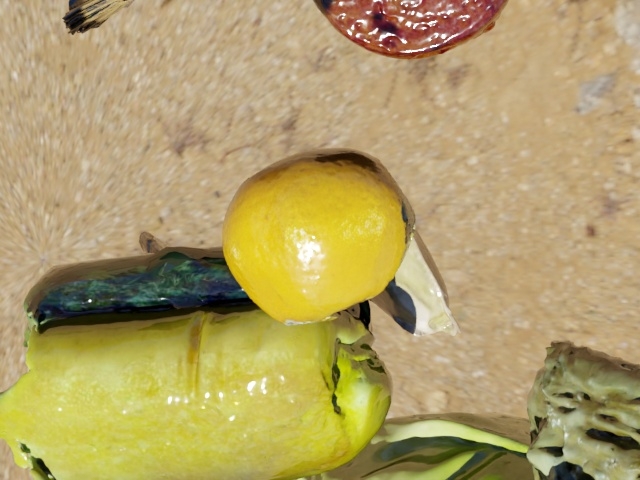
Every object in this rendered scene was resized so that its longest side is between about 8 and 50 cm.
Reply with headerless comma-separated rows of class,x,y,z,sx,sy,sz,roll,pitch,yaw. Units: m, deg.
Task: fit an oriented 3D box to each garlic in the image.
garlic,0.069,0.017,1.471,0.087,0.101,0.195,-32,111,-5

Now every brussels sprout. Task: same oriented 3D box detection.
brussels sprout,0.193,0.357,1.589,0.425,0.361,0.342,3,77,-49

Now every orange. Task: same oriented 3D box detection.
orange,0.000,0.000,1.099,0.157,0.156,0.134,1,79,-11

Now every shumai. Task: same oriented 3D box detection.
shumai,0.293,0.222,1.339,0.189,0.256,0.218,40,73,-39

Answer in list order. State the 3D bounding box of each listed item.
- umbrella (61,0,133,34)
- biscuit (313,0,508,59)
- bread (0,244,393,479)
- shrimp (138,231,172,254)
umbrella,-0.101,-0.120,0.706,0.031,0.083,0.020,-35,106,-52
biscuit,0.074,-0.241,1.144,0.192,0.049,0.192,3,106,12
bread,-0.122,0.134,1.376,0.377,0.208,0.251,-8,133,10
shrimp,-0.118,0.067,1.537,0.223,0.126,0.047,42,87,17
